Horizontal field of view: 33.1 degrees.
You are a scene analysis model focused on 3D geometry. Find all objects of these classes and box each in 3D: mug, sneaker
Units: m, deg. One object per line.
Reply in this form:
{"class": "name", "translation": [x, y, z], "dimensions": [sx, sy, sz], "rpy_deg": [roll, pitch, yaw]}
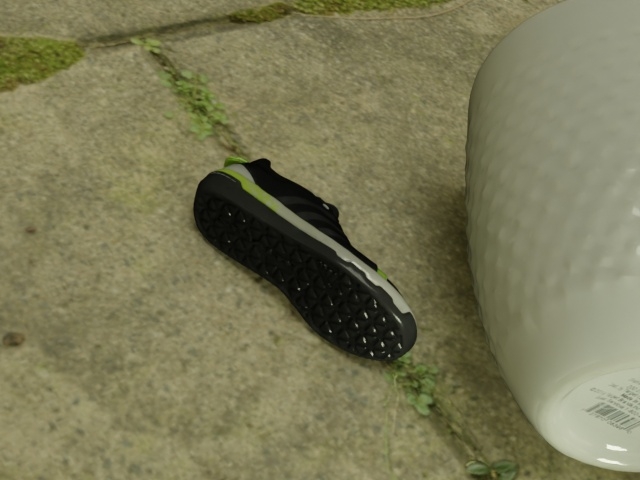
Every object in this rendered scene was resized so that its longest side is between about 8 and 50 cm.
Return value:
{"class": "mug", "translation": [0.288, 0.029, 0.903], "dimensions": [0.374, 0.276, 0.328], "rpy_deg": [38, 42, -32]}
{"class": "sneaker", "translation": [0.000, 0.000, 0.903], "dimensions": [0.234, 0.084, 0.097], "rpy_deg": [39, 45, 14]}
